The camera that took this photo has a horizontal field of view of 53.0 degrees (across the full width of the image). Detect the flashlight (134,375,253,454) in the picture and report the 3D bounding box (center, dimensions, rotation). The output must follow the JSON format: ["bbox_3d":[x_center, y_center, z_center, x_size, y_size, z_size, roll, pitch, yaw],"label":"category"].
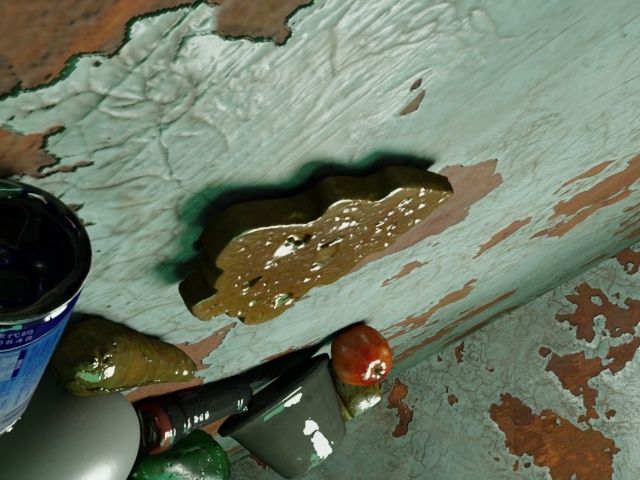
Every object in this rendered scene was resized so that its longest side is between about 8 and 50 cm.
[{"bbox_3d":[-0.214,0.293,1.118,0.093,0.093,0.232,-39,163,34],"label":"flashlight"}]

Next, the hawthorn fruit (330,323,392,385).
[{"bbox_3d":[0.084,0.228,1.273,0.125,0.125,0.140,-20,180,-20],"label":"hawthorn fruit"}]

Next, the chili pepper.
[{"bbox_3d":[-0.331,0.523,1.351,0.248,0.233,0.257,-39,153,21],"label":"chili pepper"}]

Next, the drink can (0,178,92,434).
[{"bbox_3d":[-0.229,0.062,0.439,0.097,0.097,0.235,-12,157,-38],"label":"drink can"}]

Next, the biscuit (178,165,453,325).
[{"bbox_3d":[-0.001,-0.001,0.661,0.301,0.043,0.278,-24,159,-14],"label":"biscuit"}]

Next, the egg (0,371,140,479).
[{"bbox_3d":[-0.294,0.223,0.660,0.232,0.176,0.176,-20,163,-49],"label":"egg"}]

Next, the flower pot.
[{"bbox_3d":[-0.054,0.365,1.291,0.269,0.166,0.269,-33,176,-3],"label":"flower pot"}]

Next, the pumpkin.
[{"bbox_3d":[0.082,0.333,1.584,0.131,0.126,0.248,-37,180,6],"label":"pumpkin"}]

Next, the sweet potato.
[{"bbox_3d":[-0.208,0.131,0.698,0.075,0.075,0.273,-27,164,2],"label":"sweet potato"}]
